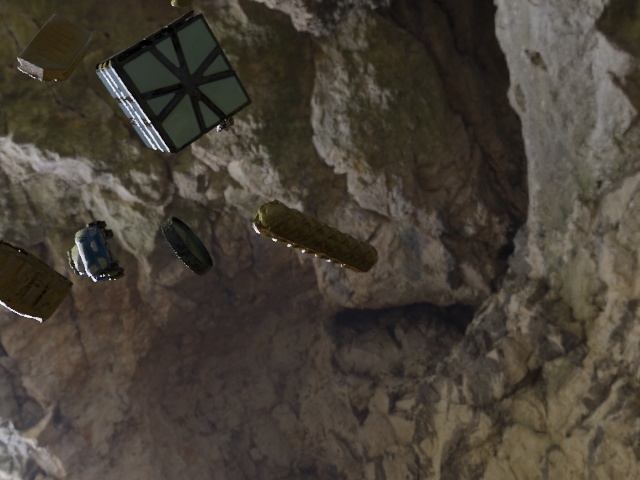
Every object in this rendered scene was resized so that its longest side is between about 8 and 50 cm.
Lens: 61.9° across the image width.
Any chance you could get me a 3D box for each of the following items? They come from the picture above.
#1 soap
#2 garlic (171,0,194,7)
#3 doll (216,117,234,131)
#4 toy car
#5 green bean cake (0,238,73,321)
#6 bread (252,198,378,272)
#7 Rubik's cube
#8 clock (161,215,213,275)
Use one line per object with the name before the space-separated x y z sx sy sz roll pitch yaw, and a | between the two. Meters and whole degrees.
soap | -0.863 -0.620 1.746 0.073 0.140 0.232 -45 -156 55
garlic | -0.348 -0.634 1.375 0.053 0.041 0.083 3 156 -32
doll | -0.391 -0.501 2.145 0.091 0.067 0.219 -4 166 -13
toy car | -0.804 0.053 1.892 0.166 0.198 0.314 -21 177 -16
green bean cake | -0.767 0.103 1.373 0.131 0.224 0.229 -57 -156 -14
bread | 0.001 0.000 1.186 0.367 0.084 0.077 23 -161 -43
Rubik's cube | -0.416 -0.438 1.502 0.288 0.293 0.283 -37 -155 -17
clock | -0.442 0.016 1.782 0.049 0.226 0.226 -36 -157 3
